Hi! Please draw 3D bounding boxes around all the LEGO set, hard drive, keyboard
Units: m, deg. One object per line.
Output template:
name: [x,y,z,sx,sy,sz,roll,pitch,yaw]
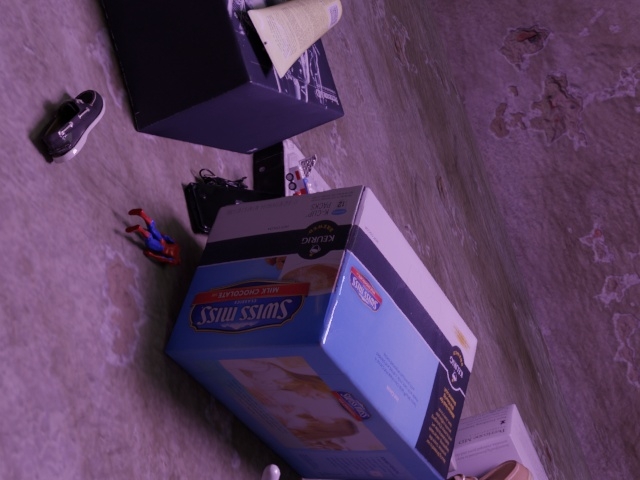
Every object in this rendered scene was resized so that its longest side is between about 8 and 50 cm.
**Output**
LEGO set: [0.000,0.000,1.510,0.244,0.060,0.182,57,23,-43]
hard drive: [-0.020,0.025,1.625,0.237,0.064,0.338,49,28,-44]
keyboard: [-0.119,-0.045,1.453,0.192,0.038,0.100,6,61,-50]

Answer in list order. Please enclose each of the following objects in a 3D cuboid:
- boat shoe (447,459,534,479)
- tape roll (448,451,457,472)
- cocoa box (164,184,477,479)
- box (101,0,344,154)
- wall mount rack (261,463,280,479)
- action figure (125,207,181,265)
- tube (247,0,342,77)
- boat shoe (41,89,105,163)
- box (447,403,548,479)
boat shoe: [0.235,0.436,1.687,0.341,0.122,0.110,-26,84,-47]
tape roll: [0.141,0.203,1.718,0.392,0.072,0.391,-17,90,-84]
cocoa box: [0.016,0.134,1.304,0.347,0.232,0.227,51,45,-40]
box: [-0.142,-0.309,1.461,0.343,0.179,0.312,0,72,-68]
wall mount rack: [-0.068,0.420,1.028,0.304,0.131,0.350,66,20,-10]
action figure: [-0.198,0.002,1.239,0.115,0.030,0.038,50,33,-53]
tube: [-0.035,-0.292,1.388,0.070,0.062,0.240,27,29,6]
boat shoe: [-0.278,-0.137,1.147,0.038,0.046,0.125,61,29,-34]
box: [0.306,0.425,1.899,0.181,0.181,0.119,65,20,-14]
